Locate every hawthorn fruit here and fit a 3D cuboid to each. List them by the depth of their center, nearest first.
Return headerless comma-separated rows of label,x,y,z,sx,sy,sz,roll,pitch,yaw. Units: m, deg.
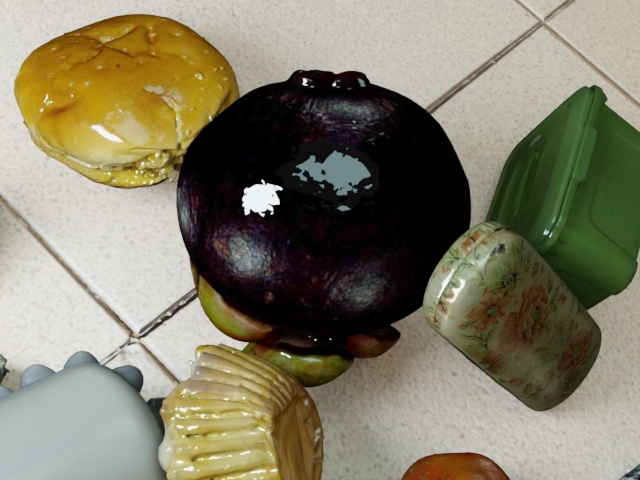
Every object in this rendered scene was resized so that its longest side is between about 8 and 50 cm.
hawthorn fruit,0.195,0.342,1.402,0.203,0.163,0.163,-15,64,-43

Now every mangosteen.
mangosteen,0.000,0.000,1.410,0.382,0.435,0.382,4,14,-1

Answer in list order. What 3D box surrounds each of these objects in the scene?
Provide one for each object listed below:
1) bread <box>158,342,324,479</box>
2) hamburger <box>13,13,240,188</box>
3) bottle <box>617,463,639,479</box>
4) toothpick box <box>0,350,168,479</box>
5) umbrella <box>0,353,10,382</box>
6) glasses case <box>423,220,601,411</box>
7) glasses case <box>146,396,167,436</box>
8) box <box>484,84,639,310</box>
bread,-0.084,0.248,1.291,0.149,0.274,0.274,-14,60,11
hamburger,-0.266,-0.195,1.529,0.314,0.170,0.290,31,51,28
bottle,0.403,0.381,1.464,0.330,0.093,0.093,-28,70,-29
toothpick box,-0.316,0.260,1.250,0.316,0.229,0.229,-26,70,-31
umbrella,-0.560,0.132,1.314,0.357,0.106,0.113,14,13,-5
glasses case,0.260,0.111,1.426,0.156,0.425,0.098,-51,52,-1
glasses case,-0.176,0.289,1.377,0.072,0.042,0.191,0,59,-25
box,0.371,-0.041,1.631,0.177,0.253,0.329,29,56,-9
